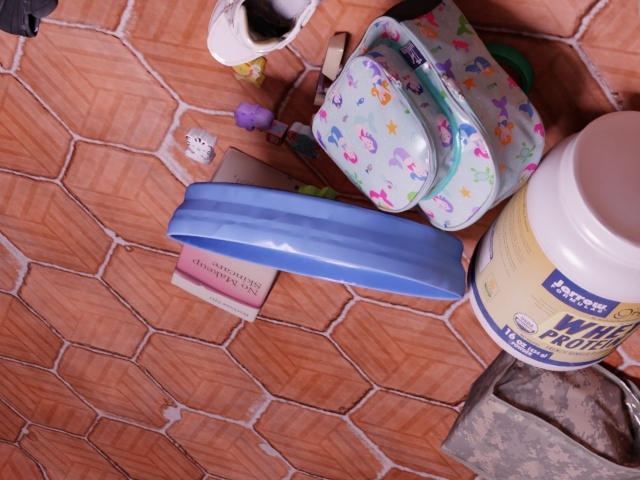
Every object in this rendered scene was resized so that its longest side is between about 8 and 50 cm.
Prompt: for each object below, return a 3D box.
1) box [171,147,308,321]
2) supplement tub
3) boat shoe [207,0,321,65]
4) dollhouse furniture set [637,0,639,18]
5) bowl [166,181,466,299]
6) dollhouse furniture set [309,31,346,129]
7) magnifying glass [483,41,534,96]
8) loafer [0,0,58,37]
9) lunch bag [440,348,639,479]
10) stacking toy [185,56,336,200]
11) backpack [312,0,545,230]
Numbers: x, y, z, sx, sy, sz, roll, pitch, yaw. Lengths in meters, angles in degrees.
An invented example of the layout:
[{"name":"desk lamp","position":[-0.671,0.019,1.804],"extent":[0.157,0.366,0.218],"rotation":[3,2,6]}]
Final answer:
[{"name":"box","position":[-0.117,-0.004,2.369],"extent":[0.149,0.127,0.232],"rotation":[26,147,1]},{"name":"supplement tub","position":[0.334,0.003,1.961],"extent":[0.228,0.228,0.316],"rotation":[28,148,-1]},{"name":"boat shoe","position":[-0.075,-0.278,1.982],"extent":[0.098,0.096,0.277],"rotation":[36,146,-13]},{"name":"dollhouse furniture set","position":[0.530,-0.155,1.627],"extent":[0.394,0.256,0.362],"rotation":[7,160,-32]},{"name":"bowl","position":[0.000,0.000,2.054],"extent":[0.391,0.077,0.391],"rotation":[12,175,1]},{"name":"dollhouse furniture set","position":[0.039,-0.199,2.040],"extent":[0.081,0.091,0.114],"rotation":[12,144,-4]},{"name":"magnifying glass","position":[0.200,-0.170,2.008],"extent":[0.092,0.026,0.231],"rotation":[26,146,1]},{"name":"loafer","position":[-0.387,-0.340,2.148],"extent":[0.078,0.076,0.223],"rotation":[28,153,-11]},{"name":"lunch bag","position":[0.364,0.290,2.399],"extent":[0.287,0.169,0.235],"rotation":[31,148,2]},{"name":"stacking toy","position":[-0.050,-0.147,2.084],"extent":[0.221,0.167,0.052],"rotation":[23,147,9]},{"name":"backpack","position":[0.131,-0.138,1.887],"extent":[0.253,0.191,0.225],"rotation":[46,145,5]}]
